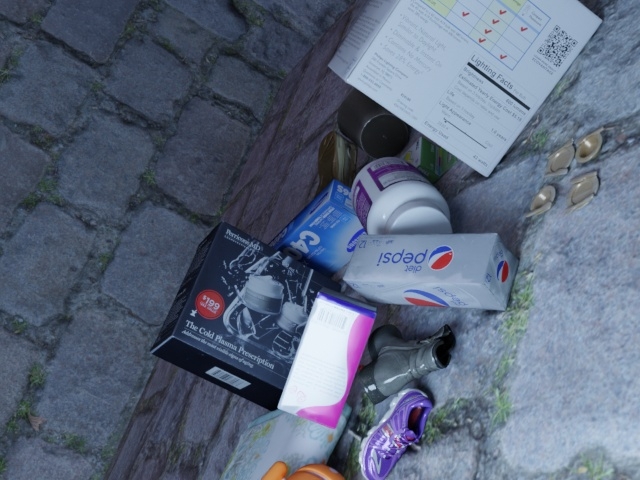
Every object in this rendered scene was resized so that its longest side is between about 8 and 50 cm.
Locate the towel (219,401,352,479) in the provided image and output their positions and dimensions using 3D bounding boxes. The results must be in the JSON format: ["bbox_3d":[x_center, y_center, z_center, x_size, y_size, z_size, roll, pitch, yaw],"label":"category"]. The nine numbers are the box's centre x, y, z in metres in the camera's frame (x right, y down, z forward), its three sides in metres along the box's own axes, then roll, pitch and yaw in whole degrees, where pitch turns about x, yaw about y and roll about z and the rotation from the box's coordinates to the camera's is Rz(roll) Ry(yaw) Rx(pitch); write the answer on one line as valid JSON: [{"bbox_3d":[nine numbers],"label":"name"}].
[{"bbox_3d":[-0.107,0.478,1.497,0.374,0.090,0.321,-36,20,52],"label":"towel"}]

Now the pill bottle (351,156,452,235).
[{"bbox_3d":[0.167,-0.055,1.539,0.169,0.169,0.301,-55,18,14],"label":"pill bottle"}]

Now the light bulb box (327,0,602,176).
[{"bbox_3d":[0.267,-0.382,1.470,0.361,0.357,0.225,-55,20,12],"label":"light bulb box"}]

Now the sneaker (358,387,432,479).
[{"bbox_3d":[0.123,0.320,1.232,0.170,0.068,0.071,-60,23,-3],"label":"sneaker"}]

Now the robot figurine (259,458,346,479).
[{"bbox_3d":[-0.030,0.448,1.231,0.219,0.158,0.128,-30,-55,-49],"label":"robot figurine"}]

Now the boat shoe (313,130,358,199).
[{"bbox_3d":[0.057,-0.140,2.082,0.121,0.110,0.341,-27,51,49],"label":"boat shoe"}]

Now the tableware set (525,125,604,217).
[{"bbox_3d":[0.400,-0.106,1.222,0.141,0.020,0.169,-27,37,60],"label":"tableware set"}]

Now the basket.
[{"bbox_3d":[0.149,-0.318,2.046,0.204,0.154,0.227,-44,25,16],"label":"basket"}]

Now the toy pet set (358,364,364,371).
[{"bbox_3d":[0.038,0.240,1.591,0.114,0.065,0.122,-47,21,34],"label":"toy pet set"}]

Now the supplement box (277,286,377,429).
[{"bbox_3d":[0.015,0.208,1.362,0.114,0.111,0.220,-11,-59,-85],"label":"supplement box"}]

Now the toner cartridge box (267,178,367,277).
[{"bbox_3d":[0.000,0.000,1.917,0.348,0.165,0.075,-43,25,45],"label":"toner cartridge box"}]

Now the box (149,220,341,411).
[{"bbox_3d":[-0.170,0.183,1.794,0.179,0.343,0.313,-37,29,55],"label":"box"}]

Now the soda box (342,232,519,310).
[{"bbox_3d":[0.182,0.052,1.285,0.286,0.091,0.098,-1,57,42],"label":"soda box"}]

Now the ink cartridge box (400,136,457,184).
[{"bbox_3d":[0.221,-0.162,1.733,0.209,0.062,0.109,-45,22,38],"label":"ink cartridge box"}]

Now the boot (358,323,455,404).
[{"bbox_3d":[0.165,0.192,1.315,0.161,0.083,0.246,-29,9,18],"label":"boot"}]
